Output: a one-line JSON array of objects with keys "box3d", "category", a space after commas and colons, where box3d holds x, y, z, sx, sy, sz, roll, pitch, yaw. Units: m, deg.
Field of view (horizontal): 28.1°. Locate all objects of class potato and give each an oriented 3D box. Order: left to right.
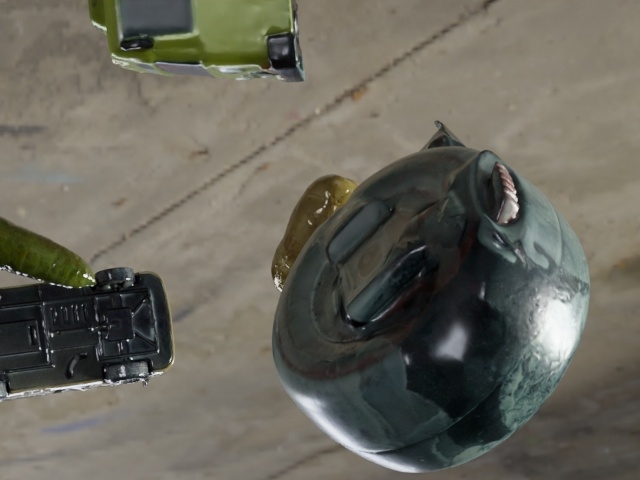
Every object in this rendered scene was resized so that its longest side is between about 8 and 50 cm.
[{"box3d": [0.000, 0.000, 1.519, 0.080, 0.170, 0.107, 28, -163, 23], "category": "potato"}]

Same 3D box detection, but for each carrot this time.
[{"box3d": [-0.430, -0.021, 1.506, 0.358, 0.074, 0.074, 24, 144, -16], "category": "carrot"}]

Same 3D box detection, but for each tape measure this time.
[{"box3d": [0.077, 0.045, 1.023, 0.147, 0.275, 0.256, 39, 99, -29], "category": "tape measure"}]

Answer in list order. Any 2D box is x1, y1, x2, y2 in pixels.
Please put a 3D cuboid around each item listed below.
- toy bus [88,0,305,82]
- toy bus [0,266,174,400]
[{"box3d": [-0.079, -0.230, 0.823, 0.150, 0.262, 0.128, -4, -176, 1], "category": "toy bus"}, {"box3d": [-0.410, 0.148, 1.897, 0.365, 0.177, 0.202, -6, 168, -17], "category": "toy bus"}]
